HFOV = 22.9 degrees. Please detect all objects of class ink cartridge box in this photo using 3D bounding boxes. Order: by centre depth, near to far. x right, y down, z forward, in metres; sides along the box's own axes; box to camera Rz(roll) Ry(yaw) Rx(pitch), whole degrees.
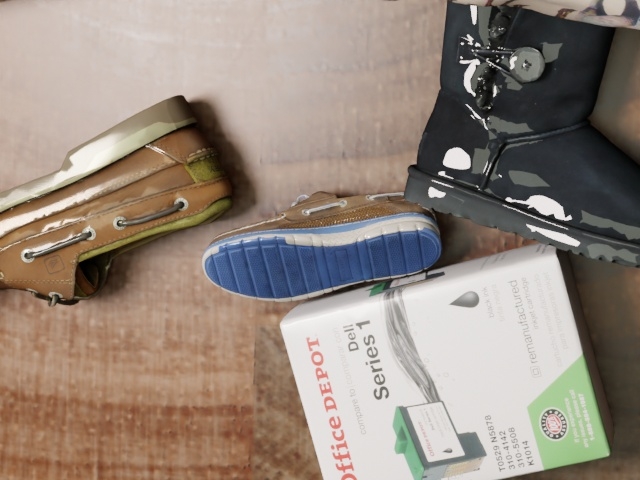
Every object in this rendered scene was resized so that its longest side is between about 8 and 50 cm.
[{"bbox_3d":[0.096,0.104,1.200,0.219,0.092,0.160,-15,95,14],"label":"ink cartridge box"}]

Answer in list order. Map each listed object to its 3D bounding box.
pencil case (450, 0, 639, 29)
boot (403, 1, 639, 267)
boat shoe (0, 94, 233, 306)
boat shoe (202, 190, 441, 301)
[{"bbox_3d":[0.222,-0.196,1.012,0.410,0.183,0.159,13,118,1],"label":"pencil case"},{"bbox_3d":[0.193,-0.099,1.146,0.247,0.094,0.207,17,103,12],"label":"boot"},{"bbox_3d":[-0.214,0.004,1.246,0.307,0.111,0.104,-29,90,15],"label":"boat shoe"},{"bbox_3d":[0.000,0.000,1.218,0.183,0.066,0.066,-5,131,1],"label":"boat shoe"}]
